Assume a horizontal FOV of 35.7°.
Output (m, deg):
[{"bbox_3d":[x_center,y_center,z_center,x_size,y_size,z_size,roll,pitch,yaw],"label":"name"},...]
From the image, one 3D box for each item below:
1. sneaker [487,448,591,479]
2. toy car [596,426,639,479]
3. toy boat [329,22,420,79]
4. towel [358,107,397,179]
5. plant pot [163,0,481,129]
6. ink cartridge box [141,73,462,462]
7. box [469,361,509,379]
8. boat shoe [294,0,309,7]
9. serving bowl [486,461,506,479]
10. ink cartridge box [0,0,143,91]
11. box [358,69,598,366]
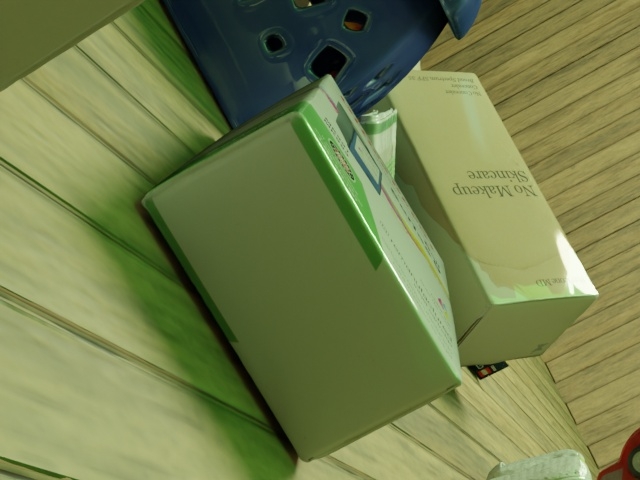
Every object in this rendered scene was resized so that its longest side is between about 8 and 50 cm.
[{"bbox_3d":[0.172,0.250,0.759,0.240,0.091,0.126,-23,94,-67],"label":"sneaker"},{"bbox_3d":[0.183,0.256,0.632,0.225,0.053,0.239,-25,106,-40],"label":"toy car"},{"bbox_3d":[0.025,-0.257,1.208,0.151,0.151,0.231,13,-67,52],"label":"toy boat"},{"bbox_3d":[0.044,-0.034,0.846,0.113,0.023,0.152,-40,133,-73],"label":"towel"},{"bbox_3d":[0.001,-0.219,0.789,0.236,0.212,0.236,60,11,-1],"label":"plant pot"},{"bbox_3d":[0.000,0.000,0.559,0.154,0.093,0.212,59,10,-9],"label":"ink cartridge box"},{"bbox_3d":[0.149,0.052,1.218,0.233,0.044,0.159,49,16,-47],"label":"box"},{"bbox_3d":[-0.067,-0.369,1.238,0.184,0.066,0.063,53,4,-35],"label":"boat shoe"},{"bbox_3d":[0.169,0.242,0.888,0.083,0.027,0.083,57,12,-18],"label":"serving bowl"},{"bbox_3d":[-0.122,-0.207,0.318,0.171,0.168,0.232,40,23,-60],"label":"ink cartridge box"},{"bbox_3d":[0.145,-0.029,1.055,0.148,0.121,0.311,-4,54,-29],"label":"box"}]
